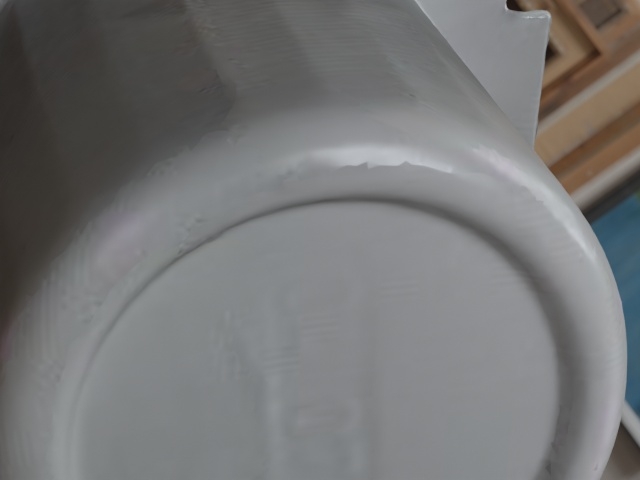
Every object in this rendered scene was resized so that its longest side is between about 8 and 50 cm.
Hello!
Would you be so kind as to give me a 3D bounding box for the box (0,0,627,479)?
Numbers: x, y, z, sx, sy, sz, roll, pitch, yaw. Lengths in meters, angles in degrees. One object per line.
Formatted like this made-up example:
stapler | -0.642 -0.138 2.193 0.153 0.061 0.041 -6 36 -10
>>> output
box | 0.000 0.000 0.470 0.291 0.262 0.206 -40 -151 7
